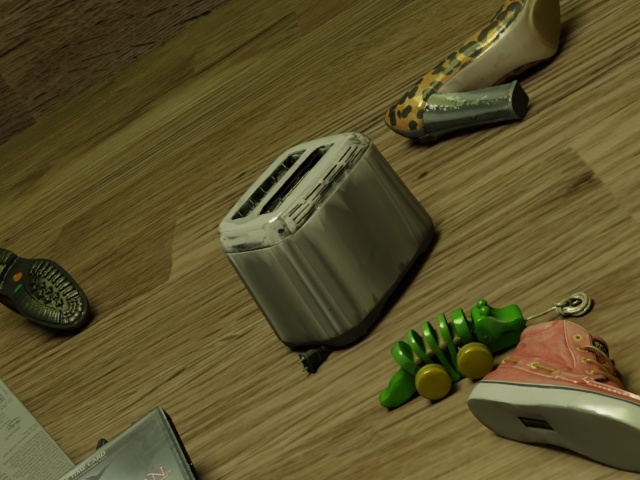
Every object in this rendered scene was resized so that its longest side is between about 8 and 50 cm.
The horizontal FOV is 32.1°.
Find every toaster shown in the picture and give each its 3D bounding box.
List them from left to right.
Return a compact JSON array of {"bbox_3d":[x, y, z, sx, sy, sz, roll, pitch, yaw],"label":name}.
[{"bbox_3d":[0.000,0.000,1.076,0.129,0.146,0.227,-8,34,48],"label":"toaster"}]

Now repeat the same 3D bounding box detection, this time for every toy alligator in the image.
[{"bbox_3d":[0.121,0.073,0.888,0.189,0.051,0.056,-29,23,11],"label":"toy alligator"}]

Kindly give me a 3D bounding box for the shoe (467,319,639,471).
[{"bbox_3d":[0.179,0.097,0.745,0.081,0.063,0.178,-49,22,-22],"label":"shoe"}]

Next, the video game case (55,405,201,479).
[{"bbox_3d":[-0.164,0.263,0.860,0.196,0.026,0.274,-36,35,-4],"label":"video game case"}]

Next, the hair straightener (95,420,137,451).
[{"bbox_3d":[-0.204,0.257,0.984,0.089,0.047,0.230,-27,28,17],"label":"hair straightener"}]

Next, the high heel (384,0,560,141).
[{"bbox_3d":[0.183,-0.227,1.345,0.186,0.093,0.261,-6,43,37],"label":"high heel"}]

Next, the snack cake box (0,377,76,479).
[{"bbox_3d":[-0.380,0.258,1.065,0.264,0.152,0.089,-43,24,-21],"label":"snack cake box"}]

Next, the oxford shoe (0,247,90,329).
[{"bbox_3d":[-0.379,0.075,1.526,0.227,0.096,0.083,22,71,40],"label":"oxford shoe"}]
